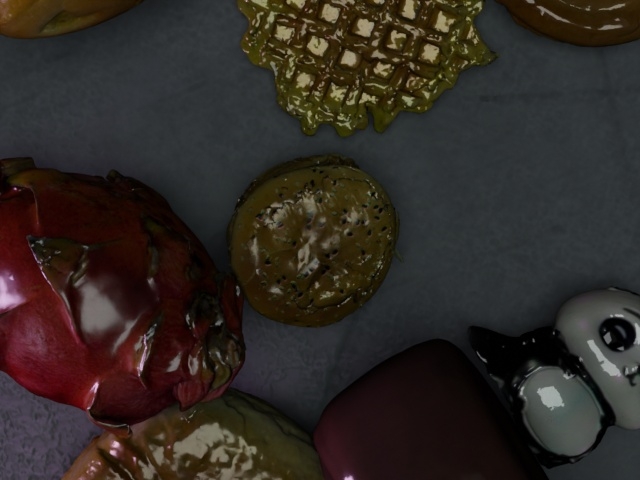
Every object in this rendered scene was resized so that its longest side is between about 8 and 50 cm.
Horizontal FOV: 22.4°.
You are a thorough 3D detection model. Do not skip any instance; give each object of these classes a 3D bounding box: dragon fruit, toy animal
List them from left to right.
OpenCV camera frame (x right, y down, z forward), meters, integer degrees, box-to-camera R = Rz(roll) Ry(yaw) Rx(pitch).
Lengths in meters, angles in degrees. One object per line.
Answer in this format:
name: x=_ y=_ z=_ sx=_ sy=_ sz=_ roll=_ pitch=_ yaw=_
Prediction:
dragon fruit: x=-0.220 y=0.050 z=1.541 sx=0.315 sy=0.250 sz=0.250 roll=36 pitch=94 yaw=-4
toy animal: x=0.261 y=0.120 z=1.596 sx=0.179 sy=0.138 sz=0.166 roll=-28 pitch=110 yaw=8

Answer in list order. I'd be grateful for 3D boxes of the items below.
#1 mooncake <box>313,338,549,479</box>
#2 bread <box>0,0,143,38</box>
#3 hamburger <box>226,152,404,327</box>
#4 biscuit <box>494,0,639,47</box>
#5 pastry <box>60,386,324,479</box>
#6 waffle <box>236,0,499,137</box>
mooncake: x=0.128 y=0.250 z=1.522 sx=0.174 sy=0.326 sz=0.334 roll=-32 pitch=117 yaw=3
bread: x=-0.233 y=-0.375 z=1.499 sx=0.328 sy=0.148 sz=0.337 roll=-30 pitch=93 yaw=-23
hamburger: x=0.000 y=0.000 z=1.590 sx=0.185 sy=0.113 sz=0.177 roll=15 pitch=91 yaw=-12
biscuit: x=0.272 y=-0.319 z=1.590 sx=0.262 sy=0.037 sz=0.262 roll=0 pitch=90 yaw=-8
pastry: x=-0.121 y=0.306 z=1.615 sx=0.330 sy=0.136 sz=0.329 roll=0 pitch=96 yaw=1
waffle: x=0.042 y=-0.234 z=1.612 sx=0.254 sy=0.052 sz=0.245 roll=-26 pitch=95 yaw=4
